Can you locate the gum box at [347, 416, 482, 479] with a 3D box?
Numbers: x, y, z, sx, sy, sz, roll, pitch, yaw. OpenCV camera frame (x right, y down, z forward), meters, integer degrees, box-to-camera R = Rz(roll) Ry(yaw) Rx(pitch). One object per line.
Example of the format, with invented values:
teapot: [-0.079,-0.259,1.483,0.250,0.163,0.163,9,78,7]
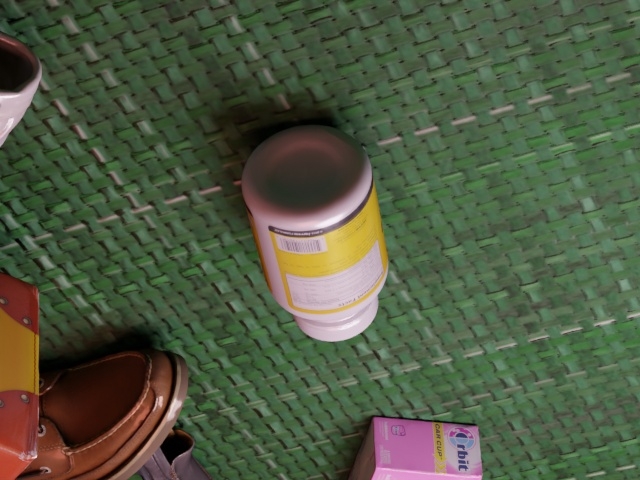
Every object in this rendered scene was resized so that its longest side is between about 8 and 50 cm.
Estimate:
gum box: [0.085,0.256,1.849,0.107,0.062,0.188,6,142,-10]

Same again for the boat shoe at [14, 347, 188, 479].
boat shoe: [-0.252,0.177,1.693,0.104,0.110,0.307,29,133,-35]

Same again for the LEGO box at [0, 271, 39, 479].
LEGO box: [-0.529,0.121,1.436,0.500,0.193,0.372,24,126,-29]

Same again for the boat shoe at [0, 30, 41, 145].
boat shoe: [-0.353,-0.153,1.240,0.367,0.135,0.156,21,137,-30]

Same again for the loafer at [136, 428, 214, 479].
loafer: [-0.147,0.211,1.785,0.061,0.062,0.170,-26,138,21]

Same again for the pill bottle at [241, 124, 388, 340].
pill bottle: [0.000,0.000,1.480,0.103,0.103,0.184,-6,143,5]
